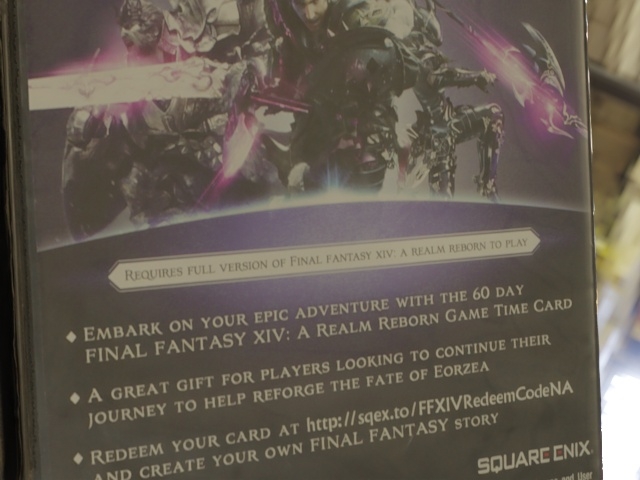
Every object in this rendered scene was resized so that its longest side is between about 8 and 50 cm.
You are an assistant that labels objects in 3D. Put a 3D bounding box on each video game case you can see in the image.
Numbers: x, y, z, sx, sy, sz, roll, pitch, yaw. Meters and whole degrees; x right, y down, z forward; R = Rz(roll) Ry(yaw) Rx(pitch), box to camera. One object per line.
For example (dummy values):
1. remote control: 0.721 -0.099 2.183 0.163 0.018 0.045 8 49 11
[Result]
1. video game case: 0.000 0.000 0.507 0.196 0.026 0.274 -4 -88 -34
